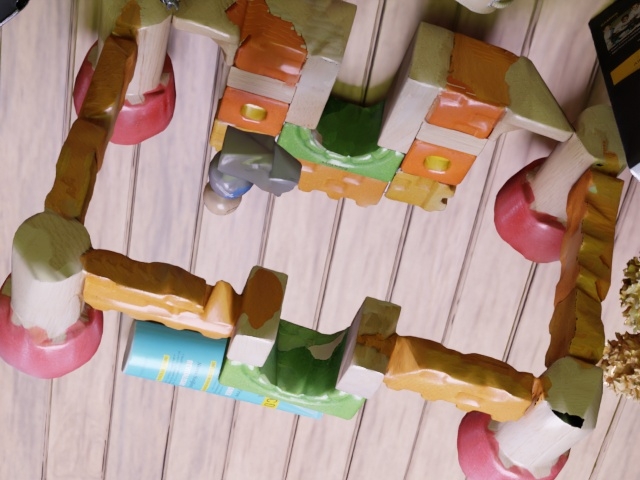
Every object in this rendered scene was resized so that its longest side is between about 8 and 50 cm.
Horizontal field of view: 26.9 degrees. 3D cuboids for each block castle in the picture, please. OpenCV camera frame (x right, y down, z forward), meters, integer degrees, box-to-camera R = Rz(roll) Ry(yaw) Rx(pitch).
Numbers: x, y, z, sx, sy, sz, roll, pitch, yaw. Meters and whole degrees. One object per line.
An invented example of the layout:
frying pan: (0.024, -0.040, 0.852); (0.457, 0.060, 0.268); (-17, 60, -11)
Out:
block castle: (0.000, 0.000, 1.040); (0.453, 0.303, 0.213); (15, 153, -5)

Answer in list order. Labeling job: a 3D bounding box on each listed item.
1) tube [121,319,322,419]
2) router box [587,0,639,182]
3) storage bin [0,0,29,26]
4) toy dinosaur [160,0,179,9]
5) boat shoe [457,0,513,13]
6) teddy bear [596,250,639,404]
tube: (-0.085, 0.124, 1.293); (0.207, 0.052, 0.080); (13, 131, -13)
router box: (0.347, -0.173, 0.951); (0.309, 0.243, 0.081); (-37, 114, 25)
storage bin: (-0.317, -0.206, 1.055); (0.180, 0.084, 0.122); (-32, 117, 21)
toy dinosaur: (-0.099, -0.245, 0.957); (0.118, 0.064, 0.268); (-43, 80, -8)
boat shoe: (0.125, -0.237, 1.003); (0.324, 0.123, 0.116); (3, 128, 12)
teddy bear: (0.320, 0.036, 1.113); (0.113, 0.338, 0.245); (28, 99, 30)
